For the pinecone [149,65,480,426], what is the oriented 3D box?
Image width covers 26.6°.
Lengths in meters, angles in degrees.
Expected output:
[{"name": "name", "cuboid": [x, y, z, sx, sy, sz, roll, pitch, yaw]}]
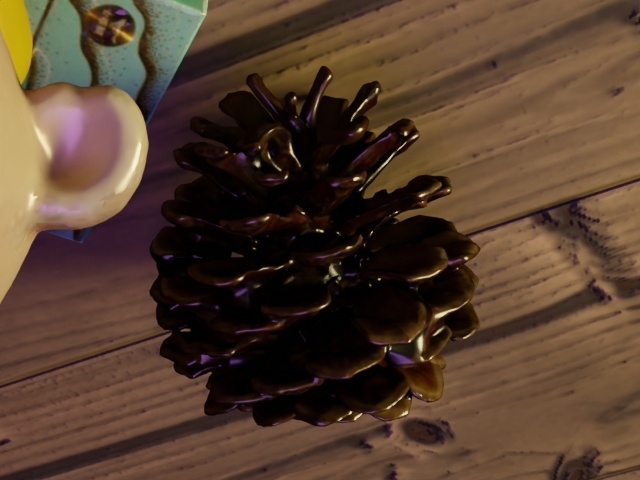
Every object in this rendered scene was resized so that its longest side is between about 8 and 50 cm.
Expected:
[{"name": "pinecone", "cuboid": [-0.005, -0.002, 0.643, 0.162, 0.163, 0.165, -5, 118, 4]}]

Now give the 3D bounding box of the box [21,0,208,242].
[{"name": "box", "cuboid": [-0.186, -0.097, 0.619, 0.229, 0.041, 0.162, 21, 131, -19]}]

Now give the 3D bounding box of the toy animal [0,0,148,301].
[{"name": "toy animal", "cuboid": [-0.242, -0.025, 0.424, 0.345, 0.247, 0.278, -28, 145, -9]}]
